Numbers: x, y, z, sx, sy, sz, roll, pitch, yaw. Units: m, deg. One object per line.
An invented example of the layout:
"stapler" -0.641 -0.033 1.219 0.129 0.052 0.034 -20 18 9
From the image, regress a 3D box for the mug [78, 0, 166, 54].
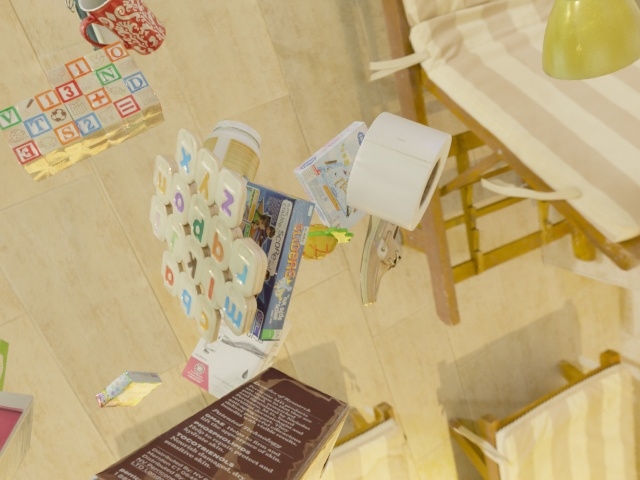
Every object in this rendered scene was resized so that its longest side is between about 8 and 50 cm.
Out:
"mug" -0.456 -0.503 1.211 0.150 0.113 0.169 -25 154 15

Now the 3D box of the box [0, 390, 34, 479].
"box" -0.652 0.415 1.002 0.126 0.232 0.149 12 111 -12

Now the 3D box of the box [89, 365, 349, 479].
"box" -0.099 0.284 0.571 0.143 0.381 0.191 24 95 16

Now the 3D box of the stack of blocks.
"stack of blocks" -0.505 -0.272 1.114 0.297 0.087 0.171 -31 79 -16

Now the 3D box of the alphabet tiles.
"alphabet tiles" -0.170 -0.001 0.757 0.021 0.284 0.278 -14 133 -40

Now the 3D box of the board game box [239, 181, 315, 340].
"board game box" -0.084 0.026 0.772 0.035 0.136 0.201 9 100 -40

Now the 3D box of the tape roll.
"tape roll" 0.189 -0.165 1.276 0.169 0.246 0.246 23 90 16

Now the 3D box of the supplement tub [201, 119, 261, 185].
"supplement tub" -0.227 -0.172 1.283 0.144 0.144 0.200 27 65 -28

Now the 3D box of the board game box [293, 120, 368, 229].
"board game box" 0.097 -0.223 1.987 0.318 0.066 0.319 -40 124 -17

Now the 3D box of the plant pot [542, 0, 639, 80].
"plant pot" 0.362 -0.293 0.713 0.134 0.134 0.095 -38 126 -14

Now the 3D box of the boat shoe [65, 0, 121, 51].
"boat shoe" -0.591 -0.603 1.353 0.255 0.079 0.095 76 32 -41

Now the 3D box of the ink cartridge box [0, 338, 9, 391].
"ink cartridge box" -1.026 0.352 1.537 0.096 0.189 0.255 -10 151 -1

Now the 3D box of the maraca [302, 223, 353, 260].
"maraca" 0.000 0.000 1.486 0.127 0.185 0.099 29 49 -59

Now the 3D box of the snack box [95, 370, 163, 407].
"snack box" -0.474 0.371 1.326 0.100 0.037 0.141 -41 159 2

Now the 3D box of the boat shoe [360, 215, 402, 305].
"boat shoe" 0.184 0.028 1.551 0.110 0.122 0.341 8 70 10

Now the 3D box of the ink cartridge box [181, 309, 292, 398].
"ink cartridge box" -0.245 0.318 1.573 0.283 0.207 0.117 -63 161 -9
